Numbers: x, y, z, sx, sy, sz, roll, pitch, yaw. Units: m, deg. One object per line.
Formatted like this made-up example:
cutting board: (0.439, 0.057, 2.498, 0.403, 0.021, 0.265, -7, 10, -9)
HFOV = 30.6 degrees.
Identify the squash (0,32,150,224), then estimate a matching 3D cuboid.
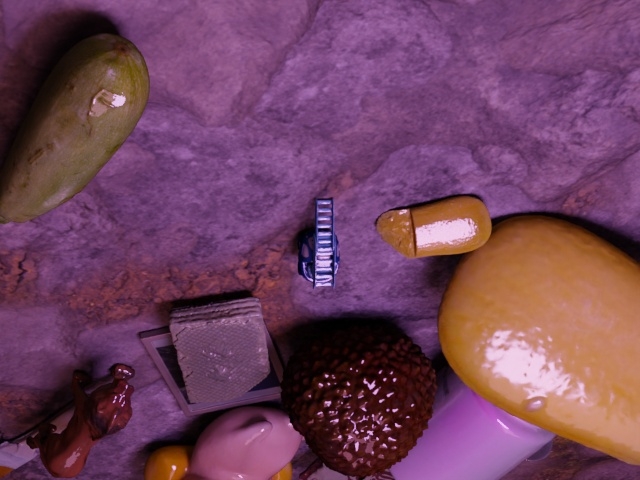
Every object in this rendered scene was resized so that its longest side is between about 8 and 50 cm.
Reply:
squash: (-0.317, -0.115, 1.440, 0.118, 0.118, 0.370, 15, 139, -30)

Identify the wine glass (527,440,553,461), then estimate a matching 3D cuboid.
wine glass: (0.422, 0.317, 2.212, 0.103, 0.103, 0.231, -1, 139, -11)

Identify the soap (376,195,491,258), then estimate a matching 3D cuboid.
soap: (0.169, -0.015, 1.735, 0.168, 0.033, 0.089, -13, 107, 3)

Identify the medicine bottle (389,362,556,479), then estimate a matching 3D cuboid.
medicine bottle: (0.295, 0.292, 2.045, 0.219, 0.219, 0.388, 16, 132, -31)

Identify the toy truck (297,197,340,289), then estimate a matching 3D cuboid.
toy truck: (0.000, 0.000, 1.723, 0.063, 0.074, 0.136, -4, 103, -11)

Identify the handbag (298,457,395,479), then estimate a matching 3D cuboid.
handbag: (0.106, 0.427, 2.270, 0.213, 0.127, 0.235, 26, 125, -16)

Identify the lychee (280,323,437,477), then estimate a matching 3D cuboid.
lychee: (0.069, 0.254, 1.931, 0.267, 0.267, 0.267, -6, 144, -4)

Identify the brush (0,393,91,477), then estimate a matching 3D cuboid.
brush: (-0.512, 0.355, 2.120, 0.336, 0.020, 0.085, -32, 137, 27)

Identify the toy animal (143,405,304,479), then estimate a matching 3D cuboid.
toy animal: (-0.140, 0.473, 2.171, 0.345, 0.247, 0.277, -33, 140, 29)

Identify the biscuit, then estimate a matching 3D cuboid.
biscuit: (-0.160, 0.187, 1.912, 0.150, 0.052, 0.252, -7, 143, -4)

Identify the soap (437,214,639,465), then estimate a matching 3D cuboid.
soap: (0.385, 0.146, 1.804, 0.427, 0.115, 0.306, 30, 95, -9)

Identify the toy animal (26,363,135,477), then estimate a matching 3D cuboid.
toy animal: (-0.396, 0.312, 1.958, 0.097, 0.158, 0.312, 27, 121, -22)

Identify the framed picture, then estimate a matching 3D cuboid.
framed picture: (-0.171, 0.212, 2.001, 0.208, 0.019, 0.281, -13, 143, 5)
